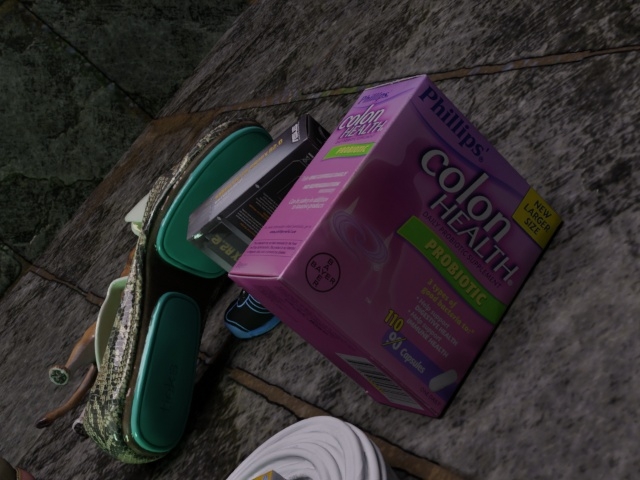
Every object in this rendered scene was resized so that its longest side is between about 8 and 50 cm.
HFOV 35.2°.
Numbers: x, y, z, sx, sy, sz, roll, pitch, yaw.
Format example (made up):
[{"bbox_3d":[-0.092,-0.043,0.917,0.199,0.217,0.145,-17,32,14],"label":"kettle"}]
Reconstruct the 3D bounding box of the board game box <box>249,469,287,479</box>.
[{"bbox_3d":[-0.083,0.272,0.829,0.103,0.026,0.154,-32,25,34],"label":"board game box"}]

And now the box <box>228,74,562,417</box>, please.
[{"bbox_3d":[0.077,0.006,0.973,0.243,0.213,0.117,-54,22,-18],"label":"box"}]

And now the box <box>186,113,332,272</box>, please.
[{"bbox_3d":[0.000,0.000,1.103,0.183,0.231,0.056,-39,27,23],"label":"box"}]

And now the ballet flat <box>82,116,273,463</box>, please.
[{"bbox_3d":[-0.214,0.053,1.360,0.182,0.164,0.483,5,73,42],"label":"ballet flat"}]

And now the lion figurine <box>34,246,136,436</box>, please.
[{"bbox_3d":[-0.302,0.124,1.582,0.392,0.142,0.240,-40,17,27],"label":"lion figurine"}]

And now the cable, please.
[{"bbox_3d":[-0.029,0.279,0.880,0.257,0.089,0.257,-53,22,-15],"label":"cable"}]

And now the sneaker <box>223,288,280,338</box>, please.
[{"bbox_3d":[-0.062,0.052,1.317,0.232,0.090,0.081,-30,29,37],"label":"sneaker"}]

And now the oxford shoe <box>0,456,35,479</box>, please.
[{"bbox_3d":[-0.505,0.434,1.413,0.140,0.146,0.397,-42,23,6],"label":"oxford shoe"}]
